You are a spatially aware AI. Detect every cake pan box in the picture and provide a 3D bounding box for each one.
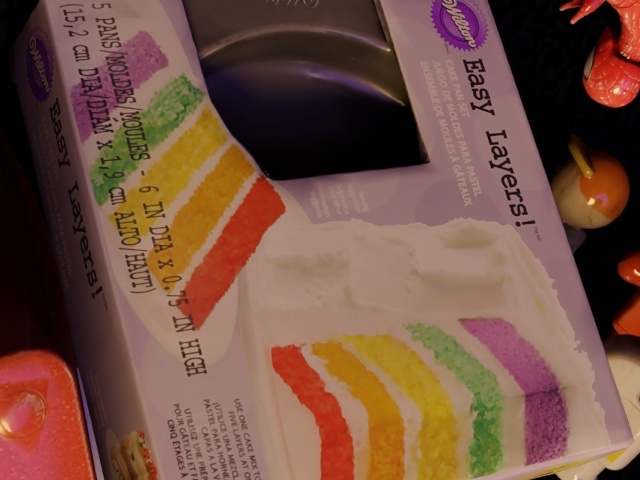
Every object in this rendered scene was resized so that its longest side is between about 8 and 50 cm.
[{"bbox_3d":[0.000,0.000,0.715,0.245,0.267,0.070,-5,162,-31],"label":"cake pan box"}]

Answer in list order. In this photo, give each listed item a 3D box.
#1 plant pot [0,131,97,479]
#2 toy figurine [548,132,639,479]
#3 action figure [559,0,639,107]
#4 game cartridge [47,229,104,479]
[{"bbox_3d":[-0.205,0.117,0.607,0.267,0.235,0.267,-16,108,-23],"label":"plant pot"},{"bbox_3d":[0.210,0.055,0.910,0.209,0.213,0.148,25,118,-31],"label":"toy figurine"},{"bbox_3d":[0.162,-0.208,0.769,0.091,0.139,0.280,12,95,-37],"label":"action figure"},{"bbox_3d":[-0.065,0.062,0.853,0.196,0.060,0.294,-4,127,-28],"label":"game cartridge"}]
